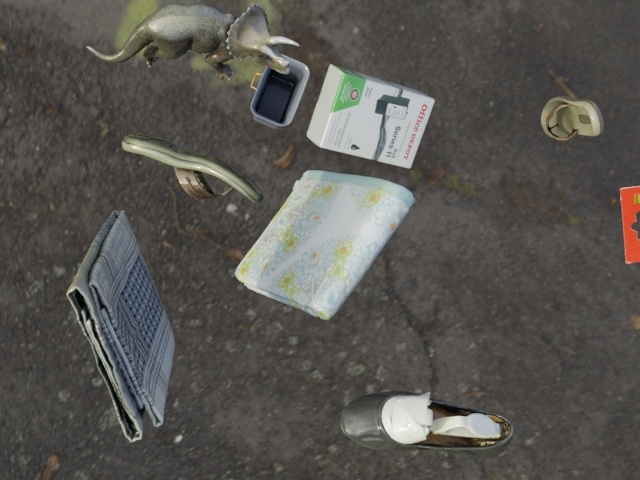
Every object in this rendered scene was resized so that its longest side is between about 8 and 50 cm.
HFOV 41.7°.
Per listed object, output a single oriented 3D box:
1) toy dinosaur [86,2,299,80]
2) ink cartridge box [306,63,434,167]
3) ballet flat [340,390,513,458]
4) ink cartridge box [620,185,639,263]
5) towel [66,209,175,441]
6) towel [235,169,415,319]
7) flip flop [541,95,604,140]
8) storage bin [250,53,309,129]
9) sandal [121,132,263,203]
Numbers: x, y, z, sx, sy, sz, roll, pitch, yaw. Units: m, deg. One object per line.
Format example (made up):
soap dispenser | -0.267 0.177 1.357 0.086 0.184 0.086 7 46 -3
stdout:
toy dinosaur | -0.199 -0.325 1.309 0.314 0.160 0.121 8 75 -11
ink cartridge box | 0.099 -0.240 1.647 0.208 0.087 0.153 10 109 -25
ballet flat | 0.174 0.279 1.302 0.281 0.096 0.095 9 64 -17
ink cartridge box | 0.430 -0.008 0.928 0.179 0.145 0.045 -6 50 19
towel | -0.326 0.139 1.458 0.056 0.324 0.312 -12 115 6
towel | 0.000 0.000 1.823 0.090 0.374 0.320 41 75 -31
flip flop | 0.594 -0.285 2.037 0.080 0.277 0.112 -27 103 -4
storage bin | -0.092 -0.287 1.659 0.098 0.091 0.135 22 78 -9
sandal | -0.256 -0.132 1.684 0.303 0.120 0.086 20 97 3
